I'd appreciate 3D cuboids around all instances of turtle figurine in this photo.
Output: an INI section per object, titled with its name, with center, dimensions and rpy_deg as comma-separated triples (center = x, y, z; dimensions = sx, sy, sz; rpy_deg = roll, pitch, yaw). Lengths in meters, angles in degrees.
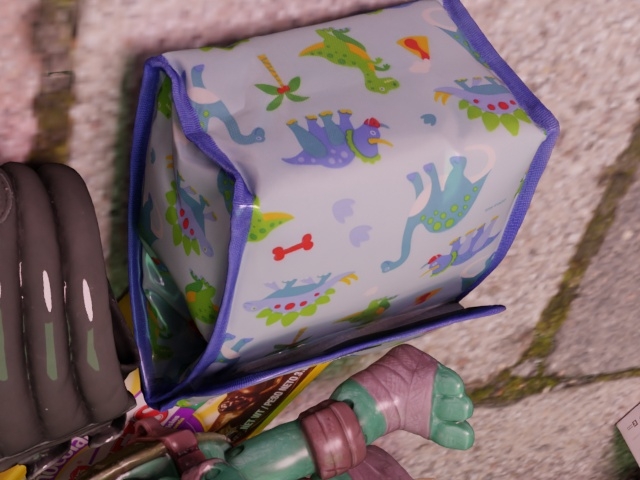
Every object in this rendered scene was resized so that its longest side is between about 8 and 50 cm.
[turtle figurine]
center = -0.049, 0.128, 0.613
dimensions = 0.234, 0.118, 0.175
rpy_deg = -23, 162, -31

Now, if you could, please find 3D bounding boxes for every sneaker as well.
[sneaker]
center = -0.144, 0.085, 0.558
dimensions = 0.146, 0.105, 0.296
rpy_deg = -4, 134, -19

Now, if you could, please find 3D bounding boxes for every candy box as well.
[candy box]
center = -0.081, 0.084, 0.661
dimensions = 0.105, 0.027, 0.206
rpy_deg = 19, 125, -41

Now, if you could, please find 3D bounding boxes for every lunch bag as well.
[lunch bag]
center = 0.000, 0.000, 0.545
dimensions = 0.128, 0.096, 0.151
rpy_deg = -14, 145, -25

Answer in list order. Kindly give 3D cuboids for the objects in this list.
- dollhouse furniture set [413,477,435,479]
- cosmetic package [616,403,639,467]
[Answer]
[dollhouse furniture set]
center = -0.082, 0.289, 0.760
dimensions = 0.303, 0.286, 0.198
rpy_deg = -4, 159, -2
[cosmetic package]
center = 0.285, 0.150, 0.894
dimensions = 0.239, 0.099, 0.060
rpy_deg = 17, 126, -42
